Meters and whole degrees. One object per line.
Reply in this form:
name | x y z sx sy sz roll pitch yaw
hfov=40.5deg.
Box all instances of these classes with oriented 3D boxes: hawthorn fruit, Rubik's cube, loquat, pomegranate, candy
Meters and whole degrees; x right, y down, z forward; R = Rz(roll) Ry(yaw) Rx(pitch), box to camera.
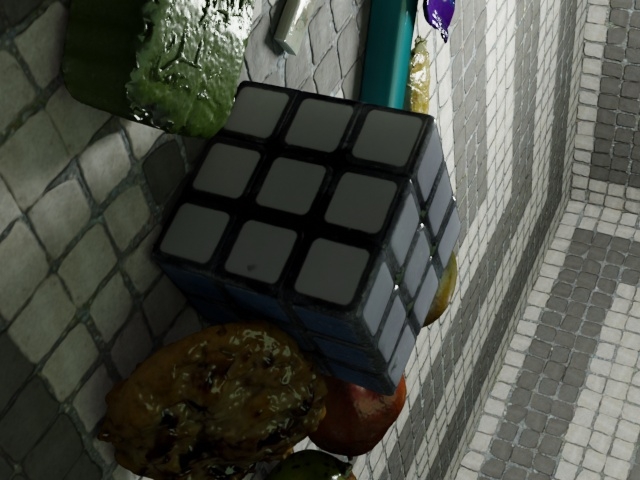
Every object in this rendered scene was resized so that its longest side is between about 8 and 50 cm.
hawthorn fruit | 0.046 0.299 1.614 0.224 0.224 0.261 -44 144 -50
Rubik's cube | 0.000 0.000 1.212 0.304 0.300 0.305 -67 157 -20
loquat | 0.217 0.082 1.922 0.179 0.179 0.228 -23 128 -61
pomegranate | -0.016 0.514 1.627 0.198 0.198 0.246 -19 117 -63
candy | 0.207 -0.515 1.602 0.145 0.070 0.275 31 55 -68

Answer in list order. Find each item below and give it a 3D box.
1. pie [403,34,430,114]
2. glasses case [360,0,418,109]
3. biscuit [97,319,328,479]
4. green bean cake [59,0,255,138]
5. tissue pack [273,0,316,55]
pie | 0.183 -0.269 1.754 0.128 0.068 0.283 -48 146 -51
glasses case | 0.129 -0.308 1.613 0.117 0.070 0.301 -31 131 -59
biscuit | -0.130 0.237 1.151 0.289 0.081 0.334 -38 139 8
green bean cake | -0.171 -0.226 0.929 0.200 0.113 0.214 9 95 -64
tissue pack | -0.034 -0.334 1.281 0.056 0.023 0.108 33 75 -66
